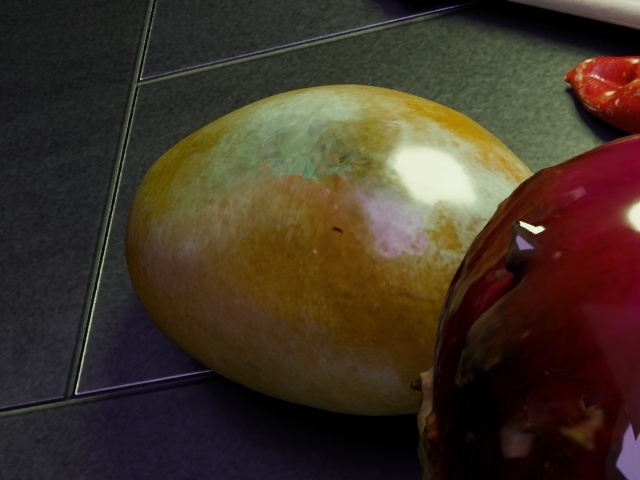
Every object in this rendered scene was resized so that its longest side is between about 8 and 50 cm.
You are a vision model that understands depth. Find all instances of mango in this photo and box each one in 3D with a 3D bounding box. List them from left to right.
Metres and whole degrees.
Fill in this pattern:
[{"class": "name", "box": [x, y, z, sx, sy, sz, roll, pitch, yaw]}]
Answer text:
[{"class": "mango", "box": [0.000, 0.000, 1.257, 0.384, 0.199, 0.221, 16, 65, 52]}]

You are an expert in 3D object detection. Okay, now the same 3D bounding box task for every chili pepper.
[{"class": "chili pepper", "box": [0.236, -0.100, 1.325, 0.191, 0.050, 0.059, 23, 80, 49]}]

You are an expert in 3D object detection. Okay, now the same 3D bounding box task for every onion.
[{"class": "onion", "box": [0.241, 0.107, 0.941, 0.385, 0.347, 0.347, -6, 46, 4]}]

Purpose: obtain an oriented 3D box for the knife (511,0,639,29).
[{"class": "knife", "box": [0.208, -0.188, 1.431, 0.399, 0.038, 0.132, 20, 45, 40]}]
